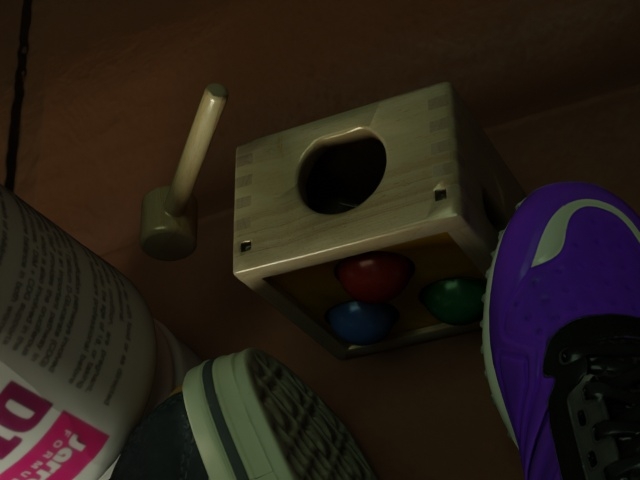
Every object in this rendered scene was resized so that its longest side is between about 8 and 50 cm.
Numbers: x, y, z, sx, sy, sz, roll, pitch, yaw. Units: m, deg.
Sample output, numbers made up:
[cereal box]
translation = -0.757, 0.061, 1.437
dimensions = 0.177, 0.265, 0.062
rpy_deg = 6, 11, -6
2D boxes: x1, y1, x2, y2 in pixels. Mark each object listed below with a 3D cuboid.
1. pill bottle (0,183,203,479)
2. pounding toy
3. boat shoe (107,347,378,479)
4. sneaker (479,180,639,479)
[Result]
[pill bottle]
translation = -0.192, 0.055, 0.611
dimensions = 0.160, 0.283, 0.160
rpy_deg = -18, 52, 25
[pounding toy]
translation = -0.009, -0.003, 0.609
dimensions = 0.206, 0.181, 0.094
rpy_deg = -15, 58, 23
[boat shoe]
translation = 0.003, 0.262, 0.459
dimensions = 0.156, 0.187, 0.500
rpy_deg = -37, 45, 9
[sneaker]
translation = 0.138, 0.098, 0.464
dimensions = 0.102, 0.146, 0.293
rpy_deg = 0, 70, -7
